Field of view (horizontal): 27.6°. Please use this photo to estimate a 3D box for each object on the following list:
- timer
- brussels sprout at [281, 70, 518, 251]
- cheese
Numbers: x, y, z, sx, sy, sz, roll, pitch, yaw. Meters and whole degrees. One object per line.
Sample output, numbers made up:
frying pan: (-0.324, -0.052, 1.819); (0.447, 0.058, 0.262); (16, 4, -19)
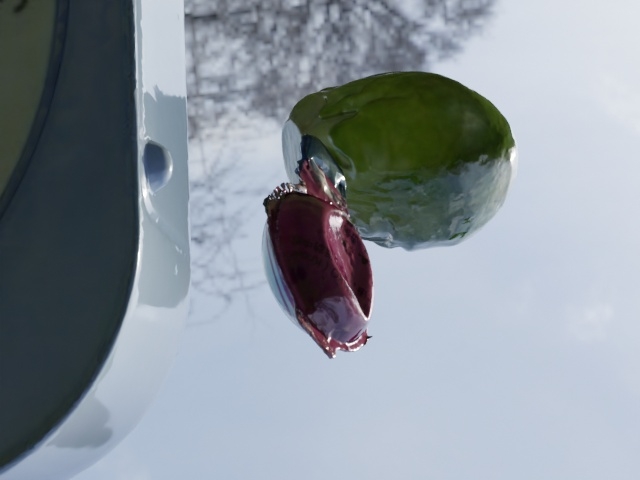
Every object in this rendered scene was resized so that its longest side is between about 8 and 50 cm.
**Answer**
timer: (-0.241, -0.078, 0.498); (0.395, 0.395, 0.173); (-4, 172, 2)
brussels sprout: (0.055, -0.051, 0.858); (0.155, 0.117, 0.155); (-7, 180, 0)
cheese: (0.000, 0.000, 0.675); (0.038, 0.095, 0.145); (-24, -145, 22)
